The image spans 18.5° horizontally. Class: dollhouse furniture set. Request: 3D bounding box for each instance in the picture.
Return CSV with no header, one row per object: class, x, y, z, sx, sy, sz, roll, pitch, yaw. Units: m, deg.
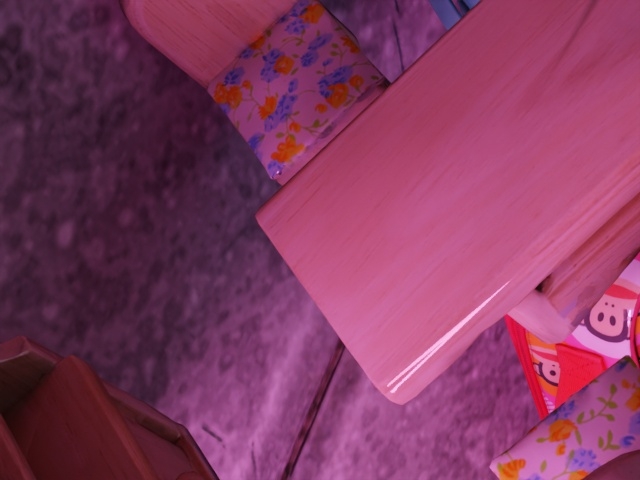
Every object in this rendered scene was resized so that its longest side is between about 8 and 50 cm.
dollhouse furniture set,0.000,0.000,0.776,0.394,0.362,0.256,-43,142,8

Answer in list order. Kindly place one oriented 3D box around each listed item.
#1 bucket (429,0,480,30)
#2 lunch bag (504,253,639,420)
bucket,0.191,-0.162,1.050,0.281,0.281,0.183,-58,136,-25
lunch bag,0.210,0.041,1.212,0.258,0.120,0.293,-58,149,-24
